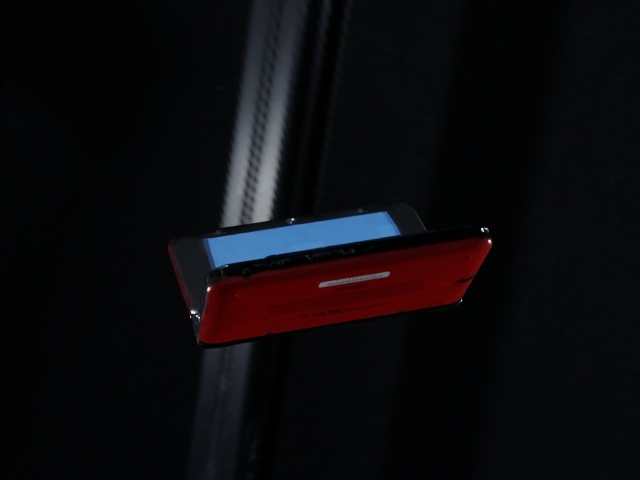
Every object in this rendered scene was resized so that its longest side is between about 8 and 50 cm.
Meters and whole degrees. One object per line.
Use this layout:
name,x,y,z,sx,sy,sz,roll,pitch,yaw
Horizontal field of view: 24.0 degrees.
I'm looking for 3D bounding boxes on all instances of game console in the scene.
game console,0.000,0.000,0.778,0.124,0.144,0.085,108,-30,-64
